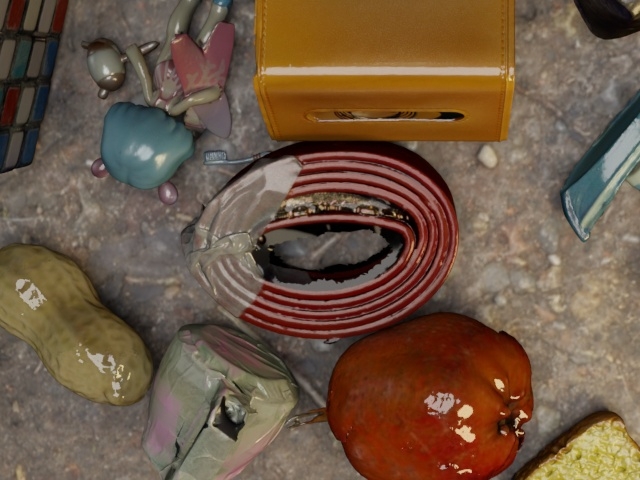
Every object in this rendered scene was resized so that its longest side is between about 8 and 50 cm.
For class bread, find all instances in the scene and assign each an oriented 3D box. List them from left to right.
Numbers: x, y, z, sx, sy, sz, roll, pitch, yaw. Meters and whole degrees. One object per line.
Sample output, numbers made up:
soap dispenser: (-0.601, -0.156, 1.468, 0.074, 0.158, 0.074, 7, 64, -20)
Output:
bread: (0.307, 0.288, 1.531, 0.103, 0.065, 0.187, 43, 98, -3)

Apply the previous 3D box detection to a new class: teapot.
teapot: (-0.118, 0.218, 1.491, 0.163, 0.221, 0.178, 19, 107, -33)

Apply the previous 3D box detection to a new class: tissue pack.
tissue pack: (0.073, -0.200, 1.397, 0.275, 0.194, 0.145, 0, 71, 6)

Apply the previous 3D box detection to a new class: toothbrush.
toothbrush: (-0.047, -0.106, 1.533, 0.193, 0.013, 0.019, -5, 89, 7)

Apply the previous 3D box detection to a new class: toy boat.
toy boat: (0.365, -0.085, 1.458, 0.102, 0.088, 0.215, 39, 99, -5)

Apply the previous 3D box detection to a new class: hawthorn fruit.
hawthorn fruit: (0.097, 0.192, 1.475, 0.299, 0.211, 0.211, -6, 98, 21)

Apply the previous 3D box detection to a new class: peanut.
peanut: (-0.298, 0.100, 1.523, 0.257, 0.123, 0.123, 39, 100, 14)

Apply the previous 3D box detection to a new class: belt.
belt: (0.000, 0.000, 1.489, 0.324, 0.115, 0.227, -8, 100, 7)

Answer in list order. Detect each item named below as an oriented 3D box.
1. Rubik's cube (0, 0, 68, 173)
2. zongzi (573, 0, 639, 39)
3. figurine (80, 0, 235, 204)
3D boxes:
Rubik's cube: (-0.465, -0.240, 1.417, 0.292, 0.287, 0.293, 18, 99, 2)
zongzi: (0.378, -0.491, 1.360, 0.403, 0.208, 0.432, -29, 83, 4)
figurine: (-0.197, -0.187, 1.492, 0.205, 0.103, 0.260, 23, 90, 0)
